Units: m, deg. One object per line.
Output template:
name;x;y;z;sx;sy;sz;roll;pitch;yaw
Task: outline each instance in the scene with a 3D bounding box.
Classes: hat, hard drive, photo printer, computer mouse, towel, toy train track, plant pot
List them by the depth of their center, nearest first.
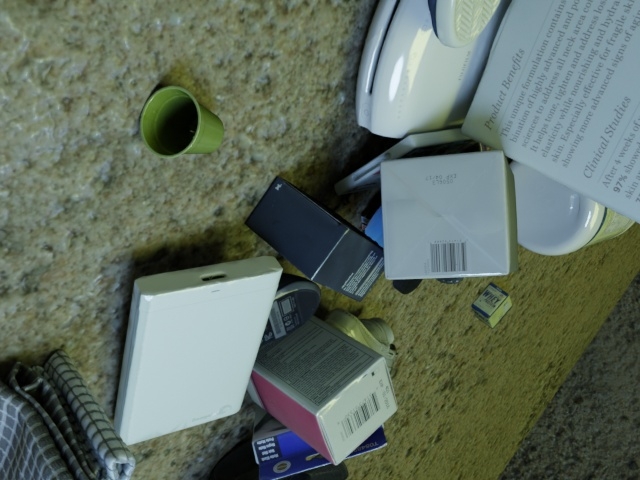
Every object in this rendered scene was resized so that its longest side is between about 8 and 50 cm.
plant pot;-0.156;-0.133;0.855;0.083;0.083;0.079;-60;159;10
towel;-0.349;0.312;0.882;0.121;0.235;0.283;0;120;-44
hard drive;-0.181;0.161;1.032;0.203;0.040;0.307;-9;134;-33
photo printer;0.185;-0.285;1.088;0.308;0.107;0.255;-15;131;-43
computer mouse;-0.130;0.119;1.124;0.272;0.072;0.188;-24;141;-18
toy train track;0.036;-0.056;1.206;0.083;0.014;0.048;-36;151;-14
hat;-0.117;0.461;1.385;0.332;0.133;0.331;-20;145;-15

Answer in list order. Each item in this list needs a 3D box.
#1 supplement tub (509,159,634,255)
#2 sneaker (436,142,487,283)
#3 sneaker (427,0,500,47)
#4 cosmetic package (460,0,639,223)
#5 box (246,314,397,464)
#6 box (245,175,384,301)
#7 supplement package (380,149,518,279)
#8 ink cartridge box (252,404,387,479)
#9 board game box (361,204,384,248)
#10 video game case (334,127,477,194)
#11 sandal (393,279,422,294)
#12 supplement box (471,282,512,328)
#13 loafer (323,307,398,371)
supplement tub;0.570;-0.103;1.602;0.325;0.235;0.235;-12;129;-45
sneaker;0.273;-0.059;1.345;0.124;0.107;0.283;-1;100;-61
sneaker;0.142;-0.414;0.871;0.131;0.148;0.349;-31;130;-36
cosmetic package;0.488;-0.239;1.046;0.327;0.394;0.329;-23;140;-50
box;-0.011;0.230;1.190;0.149;0.232;0.126;-36;127;-25
box;0.000;0.000;1.083;0.093;0.156;0.158;-54;146;4
supplement package;0.214;-0.030;1.137;0.293;0.178;0.175;3;84;-72
ink cartridge box;-0.007;0.311;1.250;0.224;0.224;0.045;-17;105;1
board game box;0.115;-0.024;1.311;0.133;0.033;0.168;-39;145;-27
video game case;0.148;-0.131;1.167;0.201;0.023;0.183;-14;169;-43
sandal;0.208;0.006;1.429;0.097;0.054;0.254;-26;138;-34
supplement box;0.442;0.168;1.857;0.083;0.056;0.083;-48;146;-8
loafer;0.084;0.193;1.412;0.111;0.112;0.319;-52;155;-11
